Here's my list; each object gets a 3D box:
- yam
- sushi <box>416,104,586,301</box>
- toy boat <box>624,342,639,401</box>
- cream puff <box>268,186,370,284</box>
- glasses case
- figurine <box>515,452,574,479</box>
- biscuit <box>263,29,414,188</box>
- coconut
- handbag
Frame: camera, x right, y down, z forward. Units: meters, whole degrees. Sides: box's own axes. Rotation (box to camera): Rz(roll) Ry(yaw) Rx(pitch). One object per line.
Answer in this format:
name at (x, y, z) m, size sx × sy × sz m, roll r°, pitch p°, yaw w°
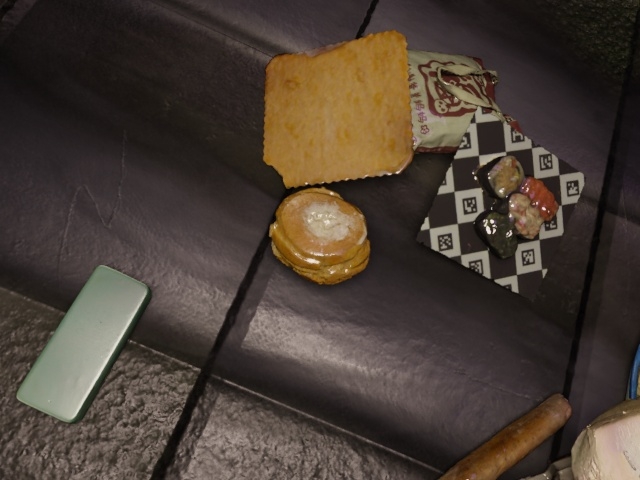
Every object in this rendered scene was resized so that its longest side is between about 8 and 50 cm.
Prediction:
yam at (0.243, 0.289, 0.727) m, size 0.264 × 0.046 × 0.046 m, roll -27°, pitch 79°, yaw -18°
sushi at (0.286, -0.049, 0.784) m, size 0.231 × 0.047 × 0.219 m, roll 26°, pitch 87°, yaw -18°
toy boat at (0.494, 0.221, 0.804) m, size 0.080 × 0.046 × 0.229 m, roll 28°, pitch 69°, yaw -3°
cream puff at (0.001, 0.000, 0.737) m, size 0.144 × 0.103 × 0.126 m, roll 25°, pitch 61°, yaw 13°
glasses case at (-0.288, 0.127, 0.666) m, size 0.078 × 0.039 × 0.184 m, roll 26°, pitch 68°, yaw -2°
figurine at (0.362, 0.413, 0.659) m, size 0.308 × 0.143 × 0.308 m, roll -1°, pitch 77°, yaw 5°
biscuit at (0.020, -0.194, 0.798) m, size 0.232 × 0.013 × 0.237 m, roll -6°, pitch 72°, yaw 18°
coconut at (0.354, 0.252, 0.571) m, size 0.171 × 0.171 × 0.183 m, roll 8°, pitch 42°, yaw -10°
handbag at (0.184, -0.213, 0.841) m, size 0.235 × 0.127 × 0.213 m, roll -2°, pitch 63°, yaw -24°
